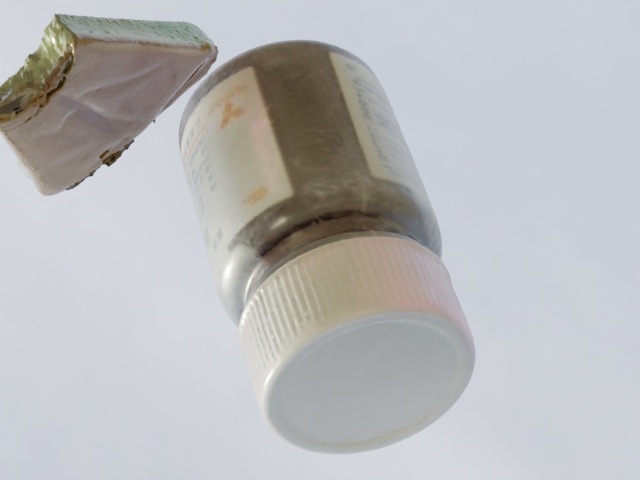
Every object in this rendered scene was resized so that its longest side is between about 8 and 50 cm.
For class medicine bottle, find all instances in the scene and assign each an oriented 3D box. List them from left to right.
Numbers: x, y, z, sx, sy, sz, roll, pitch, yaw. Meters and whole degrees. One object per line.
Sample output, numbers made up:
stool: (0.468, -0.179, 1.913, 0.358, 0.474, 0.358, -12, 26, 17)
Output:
medicine bottle: (0.000, 0.000, 1.241, 0.165, 0.165, 0.273, -9, -132, -9)

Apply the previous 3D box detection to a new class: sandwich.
sandwich: (-0.216, -0.166, 1.756, 0.245, 0.212, 0.063, -42, -110, -9)
